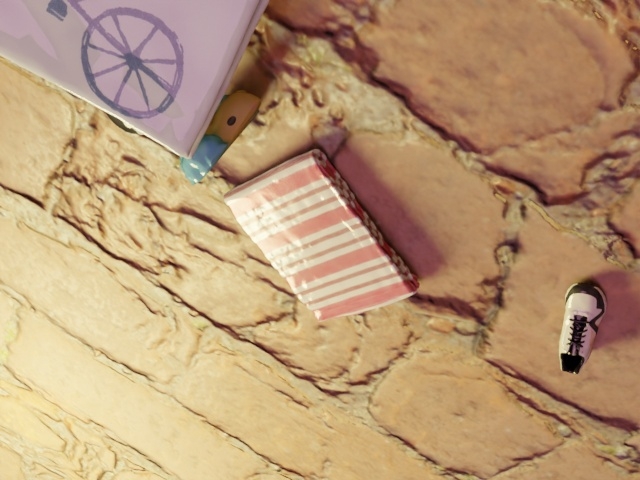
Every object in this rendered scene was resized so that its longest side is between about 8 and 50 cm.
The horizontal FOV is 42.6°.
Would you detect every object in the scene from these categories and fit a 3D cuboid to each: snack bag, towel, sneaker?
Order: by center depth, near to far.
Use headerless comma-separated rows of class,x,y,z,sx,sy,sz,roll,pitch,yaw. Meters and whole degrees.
snack bag,-0.188,-0.260,0.604,0.343,0.037,0.323,28,122,-5
sneaker,0.259,0.089,0.814,0.040,0.043,0.109,10,131,22
towel,0.000,0.000,0.880,0.144,0.029,0.197,-21,114,39

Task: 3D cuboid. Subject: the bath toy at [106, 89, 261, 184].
bath toy,-0.222,-0.192,0.748,0.348,0.129,0.151,37,135,-7
